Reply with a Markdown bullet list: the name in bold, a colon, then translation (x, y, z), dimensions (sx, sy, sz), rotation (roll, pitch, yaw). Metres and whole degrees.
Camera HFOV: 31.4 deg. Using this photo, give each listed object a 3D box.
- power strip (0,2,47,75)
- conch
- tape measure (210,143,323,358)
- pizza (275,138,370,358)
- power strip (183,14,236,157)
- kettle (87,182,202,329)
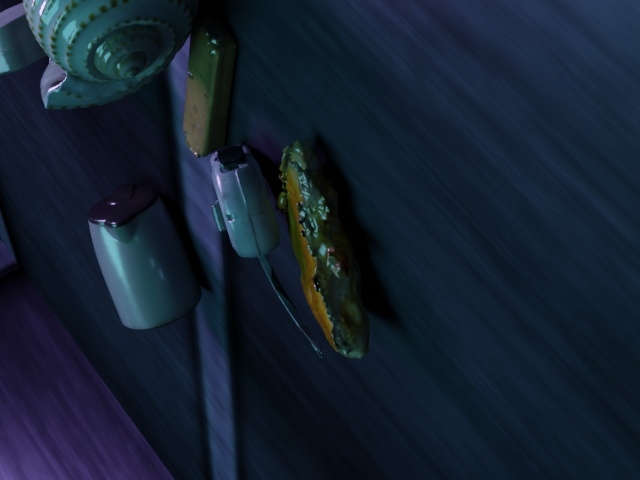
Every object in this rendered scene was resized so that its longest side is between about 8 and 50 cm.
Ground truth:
- **power strip**: translation (-0.462, -0.357, 1.830), dimensions (0.261, 0.229, 0.141), rotation (-9, 114, 30)
- **conch**: translation (-0.267, -0.318, 1.469), dimensions (0.303, 0.215, 0.319), rotation (116, 160, -53)
- **tape measure**: translation (-0.082, 0.028, 1.589), dimensions (0.164, 0.084, 0.330), rotation (-77, -30, -84)
- **pizza**: translation (-0.001, 0.000, 1.489), dimensions (0.189, 0.071, 0.297), rotation (-130, 21, -69)
- **power strip**: translation (-0.158, -0.208, 1.596), dimensions (0.064, 0.044, 0.305), rotation (51, 155, 18)
- **kettle**: translation (-0.334, 0.012, 2.125), dimensions (0.221, 0.161, 0.236), rotation (-96, -11, -63)
